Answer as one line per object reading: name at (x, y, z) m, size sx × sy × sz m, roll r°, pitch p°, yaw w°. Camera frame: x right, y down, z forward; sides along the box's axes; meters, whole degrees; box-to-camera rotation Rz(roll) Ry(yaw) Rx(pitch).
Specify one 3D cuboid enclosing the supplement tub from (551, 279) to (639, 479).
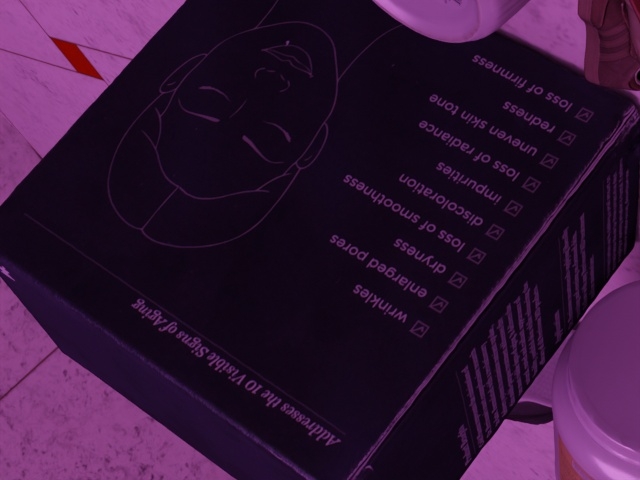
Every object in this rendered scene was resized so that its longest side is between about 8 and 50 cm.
supplement tub at (0.378, 0.203, 1.619) m, size 0.241 × 0.241 × 0.331 m, roll 32°, pitch 162°, yaw 24°

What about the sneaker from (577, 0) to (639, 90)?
sneaker at (0.258, -0.189, 1.216) m, size 0.071 × 0.066 × 0.188 m, roll 15°, pitch 160°, yaw 19°

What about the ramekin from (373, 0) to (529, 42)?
ramekin at (0.102, -0.265, 1.244) m, size 0.207 × 0.109 × 0.207 m, roll 36°, pitch 162°, yaw 13°

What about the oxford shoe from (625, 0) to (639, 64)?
oxford shoe at (0.256, -0.209, 1.048) m, size 0.130 × 0.123 × 0.348 m, roll -107°, pitch 2°, yaw -51°

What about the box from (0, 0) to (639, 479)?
box at (0.000, 0.000, 1.506) m, size 0.480 × 0.471 × 0.297 m, roll 32°, pitch 161°, yaw 25°

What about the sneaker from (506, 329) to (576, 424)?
sneaker at (0.325, 0.184, 1.953) m, size 0.147 × 0.104 × 0.296 m, roll 8°, pitch 162°, yaw -43°
